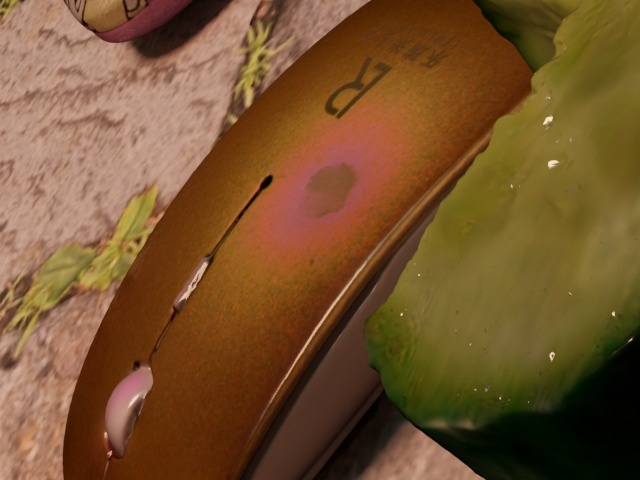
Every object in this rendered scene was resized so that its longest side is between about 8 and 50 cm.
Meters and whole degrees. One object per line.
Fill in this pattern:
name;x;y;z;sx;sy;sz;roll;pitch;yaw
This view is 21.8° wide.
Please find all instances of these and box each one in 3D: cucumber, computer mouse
cucumber;0.114;-0.005;0.485;0.191;0.130;0.191;-37;34;31
computer mouse;0.000;0.000;0.658;0.310;0.072;0.158;-51;30;-2

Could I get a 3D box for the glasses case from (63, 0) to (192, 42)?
glasses case;-0.122;-0.216;1.024;0.123;0.076;0.316;-44;32;9
